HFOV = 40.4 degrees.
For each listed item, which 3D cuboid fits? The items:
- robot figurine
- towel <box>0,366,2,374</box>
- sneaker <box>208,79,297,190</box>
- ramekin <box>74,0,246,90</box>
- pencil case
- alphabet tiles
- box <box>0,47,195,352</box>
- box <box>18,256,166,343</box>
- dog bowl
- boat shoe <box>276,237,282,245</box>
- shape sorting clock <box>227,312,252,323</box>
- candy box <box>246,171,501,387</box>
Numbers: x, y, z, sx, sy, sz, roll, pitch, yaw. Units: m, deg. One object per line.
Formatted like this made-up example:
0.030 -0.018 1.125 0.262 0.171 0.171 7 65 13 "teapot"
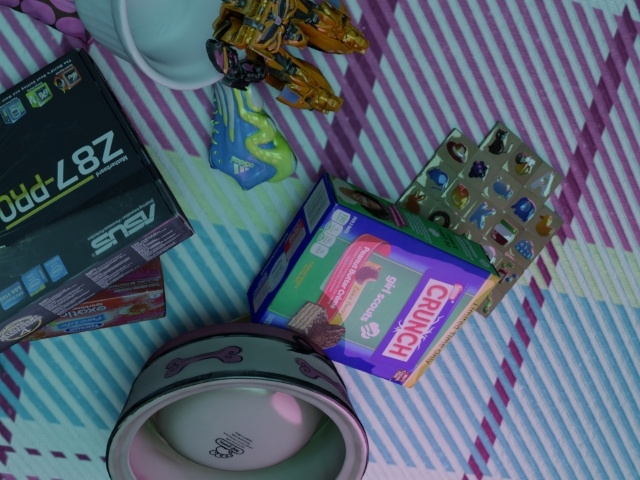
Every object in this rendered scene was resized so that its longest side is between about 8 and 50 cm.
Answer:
-0.043 -0.293 1.250 0.291 0.085 0.211 18 96 -59 "robot figurine"
-0.714 0.242 1.278 0.320 0.090 0.374 -46 137 7 "towel"
-0.138 -0.177 1.344 0.126 0.091 0.240 -32 111 0 "sneaker"
-0.203 -0.356 1.185 0.277 0.135 0.277 -33 136 -38 "ramekin"
-0.402 -0.354 1.216 0.209 0.098 0.095 19 102 -18 "pencil case"
0.266 -0.024 1.538 0.285 0.011 0.342 35 96 -21 "alphabet tiles"
-0.422 -0.041 1.218 0.395 0.097 0.318 -31 71 -3 "box"
-0.369 0.065 1.320 0.256 0.128 0.123 -9 68 -12 "box"
-0.130 0.299 1.404 0.407 0.150 0.408 -3 131 -3 "dog bowl"
0.000 -0.002 1.465 0.153 0.048 0.056 -11 124 -4 "boat shoe"
-0.103 0.218 1.505 0.206 0.040 0.206 -4 110 -12 "shape sorting clock"
0.082 0.075 1.425 0.317 0.122 0.268 22 117 -23 "candy box"
